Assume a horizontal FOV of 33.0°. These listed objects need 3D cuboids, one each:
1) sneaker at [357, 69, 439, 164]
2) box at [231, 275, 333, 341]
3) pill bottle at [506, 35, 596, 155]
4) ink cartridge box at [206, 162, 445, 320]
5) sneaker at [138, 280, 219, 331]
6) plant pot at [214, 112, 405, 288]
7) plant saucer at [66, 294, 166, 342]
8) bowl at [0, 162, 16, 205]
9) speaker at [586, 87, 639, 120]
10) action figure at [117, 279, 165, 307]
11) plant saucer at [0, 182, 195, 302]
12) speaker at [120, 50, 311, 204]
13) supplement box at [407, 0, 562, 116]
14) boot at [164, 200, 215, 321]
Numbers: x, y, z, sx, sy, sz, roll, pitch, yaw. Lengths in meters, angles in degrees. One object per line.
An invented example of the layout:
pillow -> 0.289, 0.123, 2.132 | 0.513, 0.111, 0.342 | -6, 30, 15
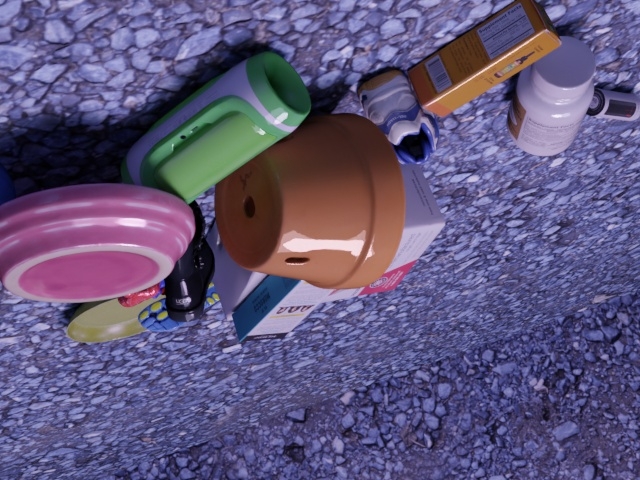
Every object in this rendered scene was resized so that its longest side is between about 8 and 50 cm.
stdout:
sneaker -> 0.145, -0.173, 1.833 | 0.112, 0.131, 0.296 | -27, 160, 13
box -> -0.061, 0.103, 1.967 | 0.100, 0.060, 0.244 | -1, 150, -36
pill bottle -> 0.401, -0.250, 1.873 | 0.131, 0.131, 0.229 | -18, 160, -6
ink cartridge box -> 0.000, 0.000, 2.076 | 0.385, 0.160, 0.279 | -9, 154, -26
sneaker -> -0.280, 0.132, 2.186 | 0.188, 0.067, 0.078 | -27, -176, -24
plant pot -> -0.034, -0.057, 1.723 | 0.203, 0.291, 0.291 | -6, 155, -36
plant saucer -> -0.413, 0.146, 2.249 | 0.241, 0.037, 0.241 | -17, 159, -7
bowl -> -0.638, -0.014, 1.581 | 0.391, 0.077, 0.391 | -18, 160, -7
speaker -> 0.570, -0.264, 2.107 | 0.136, 0.055, 0.055 | 0, 151, -43
action figure -> -0.336, 0.050, 2.030 | 0.091, 0.139, 0.280 | -26, -178, 8
plant saucer -> -0.350, 0.017, 1.627 | 0.332, 0.084, 0.332 | -10, 161, -3
speaker -> -0.159, -0.155, 1.602 | 0.296, 0.131, 0.131 | -32, 157, 28
supplement box -> 0.259, -0.290, 1.721 | 0.233, 0.080, 0.078 | -28, 159, 25
boot -> -0.240, -0.005, 1.911 | 0.094, 0.246, 0.207 | -1, 123, -2
